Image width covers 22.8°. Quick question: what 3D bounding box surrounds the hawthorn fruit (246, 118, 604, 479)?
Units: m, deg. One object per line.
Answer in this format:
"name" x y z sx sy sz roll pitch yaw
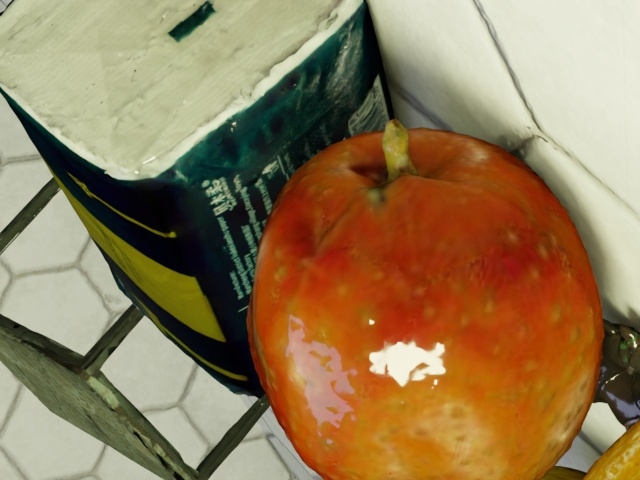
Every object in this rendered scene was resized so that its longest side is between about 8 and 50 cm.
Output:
"hawthorn fruit" 0.074 0.043 1.184 0.275 0.275 0.300 38 144 49

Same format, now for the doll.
"doll" 0.249 0.121 1.247 0.139 0.057 0.165 51 164 16

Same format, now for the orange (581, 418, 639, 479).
"orange" 0.278 0.231 1.073 0.183 0.249 0.249 38 172 -16

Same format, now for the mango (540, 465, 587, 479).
"mango" 0.287 0.363 1.416 0.445 0.220 0.301 32 164 47

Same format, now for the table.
"table" -0.198 0.069 1.756 0.335 0.272 0.222 19 152 51

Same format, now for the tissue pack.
"tissue pack" -0.084 -0.080 1.382 0.253 0.264 0.416 39 165 29
